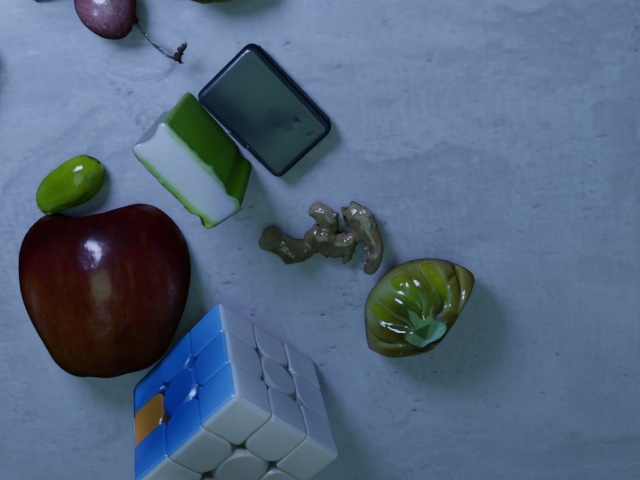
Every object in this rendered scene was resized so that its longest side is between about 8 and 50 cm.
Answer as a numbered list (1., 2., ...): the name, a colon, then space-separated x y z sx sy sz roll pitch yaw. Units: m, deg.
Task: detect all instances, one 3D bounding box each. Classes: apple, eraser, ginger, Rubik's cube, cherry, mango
1. apple: -0.446 0.104 1.660 0.328 0.295 0.365 16 116 34
2. eraser: -0.222 -0.150 1.469 0.092 0.274 0.210 -38 108 12
3. ginger: 0.004 -0.015 1.645 0.258 0.065 0.150 8 100 3
4. Rubik's cube: -0.183 0.365 1.641 0.291 0.290 0.291 36 108 -31
5. cherry: -0.344 -0.406 1.462 0.225 0.090 0.107 20 109 -8
6. mango: -0.501 -0.105 1.594 0.165 0.074 0.091 -38 109 13

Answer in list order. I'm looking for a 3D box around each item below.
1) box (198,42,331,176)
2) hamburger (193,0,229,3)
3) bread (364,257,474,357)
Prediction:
1. box: -0.106 -0.250 1.549 0.160 0.050 0.230 -41 107 15
2. hamburger: -0.182 -0.518 1.414 0.206 0.130 0.183 -10 115 -16
3. bread: 0.182 0.137 1.656 0.156 0.158 0.261 32 106 -9
